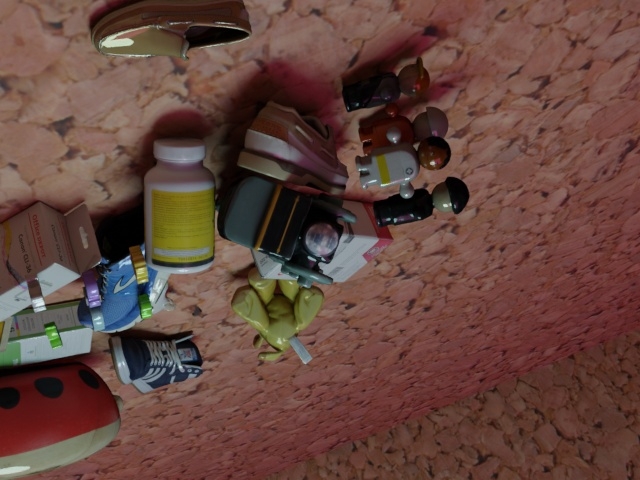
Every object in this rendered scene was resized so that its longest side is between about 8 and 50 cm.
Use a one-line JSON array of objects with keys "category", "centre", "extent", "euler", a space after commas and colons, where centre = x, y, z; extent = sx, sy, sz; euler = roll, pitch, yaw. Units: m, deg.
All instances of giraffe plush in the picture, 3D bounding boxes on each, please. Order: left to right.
[{"category": "giraffe plush", "centre": [-0.090, 0.145, 1.826], "extent": [0.181, 0.210, 0.170], "euler": [-20, -176, -14]}]

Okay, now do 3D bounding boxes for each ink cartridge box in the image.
[{"category": "ink cartridge box", "centre": [-0.432, 0.023, 1.340], "extent": [0.198, 0.115, 0.067], "euler": [-29, 153, 10]}, {"category": "ink cartridge box", "centre": [-0.519, 0.173, 1.621], "extent": [0.209, 0.062, 0.109], "euler": [-10, 152, -24]}, {"category": "ink cartridge box", "centre": [0.000, 0.000, 1.670], "extent": [0.218, 0.092, 0.158], "euler": [4, 144, -46]}]

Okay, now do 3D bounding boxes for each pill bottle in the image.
[{"category": "pill bottle", "centre": [-0.203, -0.052, 1.305], "extent": [0.103, 0.103, 0.184], "euler": [-7, 110, -30]}]

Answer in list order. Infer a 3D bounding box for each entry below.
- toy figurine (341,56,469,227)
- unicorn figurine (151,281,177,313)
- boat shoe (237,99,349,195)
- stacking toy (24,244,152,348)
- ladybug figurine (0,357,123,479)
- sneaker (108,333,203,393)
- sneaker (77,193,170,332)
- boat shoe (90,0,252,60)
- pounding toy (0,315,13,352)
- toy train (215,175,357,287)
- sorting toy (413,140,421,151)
[{"category": "toy figurine", "centre": [0.131, -0.143, 1.359], "extent": [0.148, 0.213, 0.209], "euler": [-13, 151, 9]}, {"category": "unicorn figurine", "centre": [-0.310, 0.103, 1.655], "extent": [0.111, 0.060, 0.162], "euler": [-8, 151, -27]}, {"category": "boat shoe", "centre": [-0.020, -0.135, 1.359], "extent": [0.302, 0.113, 0.103], "euler": [4, 104, -72]}, {"category": "stacking toy", "centre": [-0.339, 0.096, 1.357], "extent": [0.167, 0.052, 0.221], "euler": [-15, 153, -15]}, {"category": "ladybug figurine", "centre": [-0.574, 0.317, 1.666], "extent": [0.449, 0.305, 0.162], "euler": [-5, 105, -42]}, {"category": "sneaker", "centre": [-0.332, 0.239, 1.855], "extent": [0.153, 0.099, 0.282], "euler": [-16, 161, -2]}, {"category": "sneaker", "centre": [-0.317, 0.026, 1.460], "extent": [0.147, 0.130, 0.330], "euler": [16, 130, -38]}, {"category": "boat shoe", "centre": [-0.174, -0.246, 1.071], "extent": [0.190, 0.072, 0.068], "euler": [-17, 154, -10]}, {"category": "pounding toy", "centre": [-0.599, 0.122, 1.421], "extent": [0.206, 0.094, 0.181], "euler": [-7, 151, -30]}, {"category": "toy train", "centre": [-0.067, -0.026, 1.381], "extent": [0.190, 0.142, 0.334], "euler": [22, 179, -11]}, {"category": "sorting toy", "centre": [0.147, -0.152, 1.583], "extent": [0.083, 0.012, 0.062], "euler": [-21, 160, -10]}]
